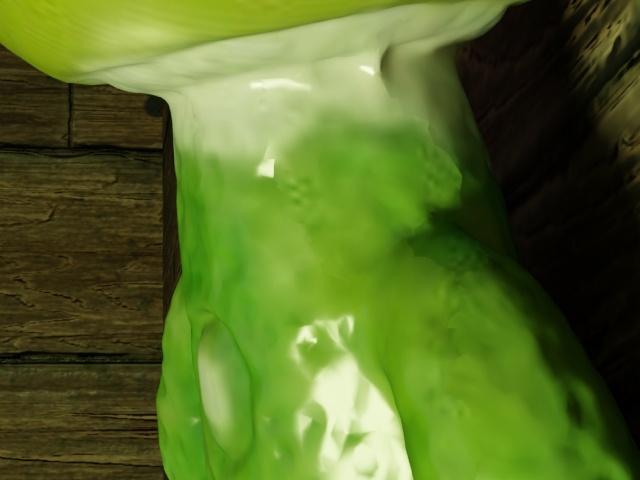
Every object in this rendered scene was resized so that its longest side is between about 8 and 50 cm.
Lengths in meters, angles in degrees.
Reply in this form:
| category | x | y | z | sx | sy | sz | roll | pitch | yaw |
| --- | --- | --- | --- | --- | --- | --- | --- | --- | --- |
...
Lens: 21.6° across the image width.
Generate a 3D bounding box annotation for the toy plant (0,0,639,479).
| category | x | y | z | sx | sy | sz | roll | pitch | yaw |
| --- | --- | --- | --- | --- | --- | --- | --- | --- | --- |
| toy plant | 0.000 | 0.000 | 0.459 | 0.224 | 0.184 | 0.316 | -4 | 96 | 63 |
